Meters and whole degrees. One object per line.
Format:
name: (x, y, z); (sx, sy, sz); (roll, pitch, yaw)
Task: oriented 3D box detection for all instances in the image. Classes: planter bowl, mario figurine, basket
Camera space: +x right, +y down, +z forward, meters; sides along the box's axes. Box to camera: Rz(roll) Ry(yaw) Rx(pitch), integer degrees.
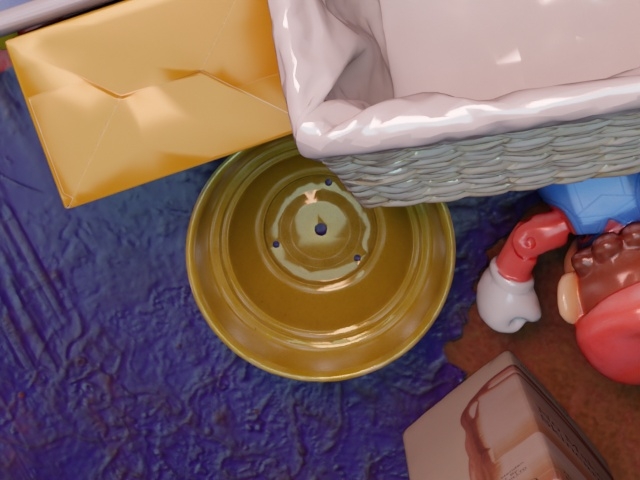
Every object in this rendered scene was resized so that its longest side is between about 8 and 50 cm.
planter bowl: (0.000, 0.000, 1.339); (0.217, 0.090, 0.217); (0, 105, 0)
mario figurine: (0.220, -0.036, 1.338); (0.198, 0.170, 0.320); (-15, 95, 41)
basket: (0.141, -0.213, 1.134); (0.331, 0.266, 0.328); (-9, 79, 9)

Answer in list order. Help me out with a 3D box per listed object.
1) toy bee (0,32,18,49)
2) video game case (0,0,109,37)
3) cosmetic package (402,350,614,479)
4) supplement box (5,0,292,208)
toy bee: (-0.350, -0.192, 1.269); (0.298, 0.162, 0.195); (-41, 120, -21)
video game case: (-0.227, -0.304, 1.161); (0.329, 0.036, 0.300); (-17, 86, 4)
cosmetic package: (0.165, 0.220, 1.292); (0.129, 0.296, 0.153); (-41, 102, 8)
supplement box: (-0.121, -0.127, 1.243); (0.191, 0.194, 0.129); (-19, 101, 0)
